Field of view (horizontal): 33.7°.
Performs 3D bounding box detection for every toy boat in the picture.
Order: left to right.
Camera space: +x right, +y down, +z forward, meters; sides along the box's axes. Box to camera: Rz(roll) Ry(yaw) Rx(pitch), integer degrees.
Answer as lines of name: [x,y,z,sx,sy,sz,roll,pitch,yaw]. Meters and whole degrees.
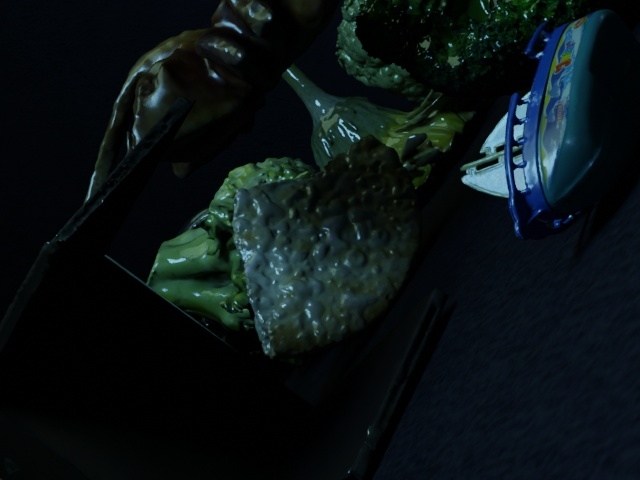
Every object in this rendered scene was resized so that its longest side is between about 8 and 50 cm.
toy boat: [0.130,-0.055,0.626,0.110,0.091,0.175,-24,28,41]

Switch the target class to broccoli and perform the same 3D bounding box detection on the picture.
broccoli: [-0.084,0.016,1.199,0.288,0.245,0.248,103,168,-56]
broccoli: [0.155,-0.265,0.953,0.297,0.297,0.297,-22,36,17]

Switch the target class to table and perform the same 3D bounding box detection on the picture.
table: [-0.097,0.092,0.787,0.282,0.250,0.196,-50,4,44]

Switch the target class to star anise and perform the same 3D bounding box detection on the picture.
star anise: [-0.083,-0.156,0.914,0.349,0.109,0.292,-50,-5,29]

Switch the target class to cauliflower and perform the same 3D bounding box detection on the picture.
cauliflower: [0.145,-0.327,1.499,0.275,0.272,0.250,-25,56,50]

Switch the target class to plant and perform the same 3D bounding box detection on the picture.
plant: [0.067,-0.128,1.348,0.306,0.297,0.261,-42,29,-17]

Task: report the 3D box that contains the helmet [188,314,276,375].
helmet: [-0.138,0.158,1.386,0.154,0.198,0.253,-7,-59,-38]

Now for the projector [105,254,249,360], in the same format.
projector: [-0.171,0.147,1.104,0.079,0.257,0.259,-56,6,-36]

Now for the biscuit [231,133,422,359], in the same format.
biscuit: [0.000,0.000,1.023,0.265,0.188,0.040,-60,-15,-28]

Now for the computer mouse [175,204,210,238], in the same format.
computer mouse: [-0.127,0.091,1.519,0.374,0.203,0.114,101,167,-50]

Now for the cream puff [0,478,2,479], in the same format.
cream puff: [-0.337,0.391,1.036,0.378,0.275,0.378,-18,2,1]
